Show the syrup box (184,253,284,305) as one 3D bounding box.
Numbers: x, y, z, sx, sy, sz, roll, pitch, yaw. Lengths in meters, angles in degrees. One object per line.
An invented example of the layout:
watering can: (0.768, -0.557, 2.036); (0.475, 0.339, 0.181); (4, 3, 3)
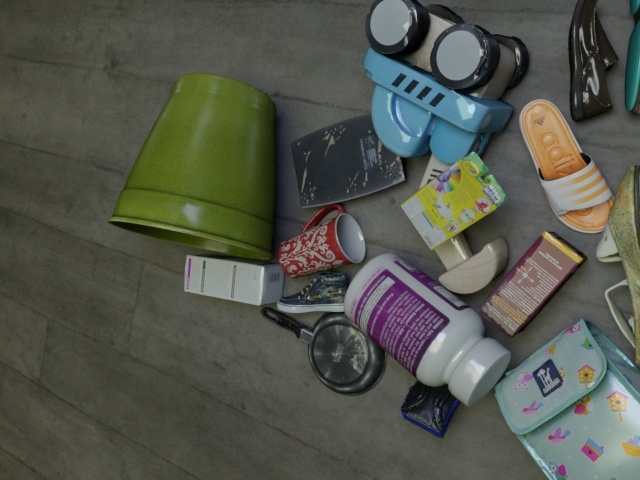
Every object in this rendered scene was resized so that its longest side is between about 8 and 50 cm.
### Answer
syrup box: (-0.210, 0.090, 1.381); (0.236, 0.093, 0.097); (8, 94, 30)

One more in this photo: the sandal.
sandal: (0.429, -0.126, 1.010); (0.101, 0.076, 0.265); (-31, 88, 23)

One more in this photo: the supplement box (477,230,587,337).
supplement box: (0.386, 0.079, 1.038); (0.081, 0.104, 0.188); (43, 109, 23)

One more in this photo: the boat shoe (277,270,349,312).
boat shoe: (-0.016, 0.114, 1.284); (0.183, 0.065, 0.083); (-4, 100, 22)

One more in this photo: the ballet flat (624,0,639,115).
ballet flat: (0.568, -0.368, 0.944); (0.106, 0.107, 0.316); (1, 91, 16)

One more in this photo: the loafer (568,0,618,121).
loafer: (0.483, -0.322, 1.010); (0.078, 0.080, 0.220); (0, 95, 20)

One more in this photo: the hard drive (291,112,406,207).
hard drive: (0.062, -0.173, 1.252); (0.254, 0.054, 0.172); (-13, 83, 29)

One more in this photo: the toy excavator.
toy excavator: (0.234, -0.181, 1.095); (0.432, 0.222, 0.445); (36, 120, 24)

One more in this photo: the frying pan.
frying pan: (0.009, 0.206, 1.287); (0.326, 0.053, 0.197); (44, 109, 19)

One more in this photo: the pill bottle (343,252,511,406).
pill bottle: (0.200, 0.168, 1.086); (0.301, 0.169, 0.169); (39, 108, 33)

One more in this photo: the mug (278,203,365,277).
mug: (0.005, 0.009, 1.272); (0.169, 0.150, 0.113); (-21, 116, 32)

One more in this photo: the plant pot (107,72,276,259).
plant pot: (-0.251, -0.167, 1.288); (0.366, 0.366, 0.353); (7, 82, 29)

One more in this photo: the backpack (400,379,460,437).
backpack: (0.225, 0.315, 1.133); (0.097, 0.101, 0.120); (23, 68, 24)

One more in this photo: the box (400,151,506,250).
box: (0.234, -0.070, 0.995); (0.105, 0.043, 0.179); (56, 136, 5)

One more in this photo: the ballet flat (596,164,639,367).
ballet flat: (0.531, 0.051, 0.959); (0.123, 0.123, 0.349); (-16, 82, 28)

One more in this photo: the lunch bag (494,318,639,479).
lunch bag: (0.452, 0.294, 0.973); (0.223, 0.160, 0.262); (-49, 57, 24)
